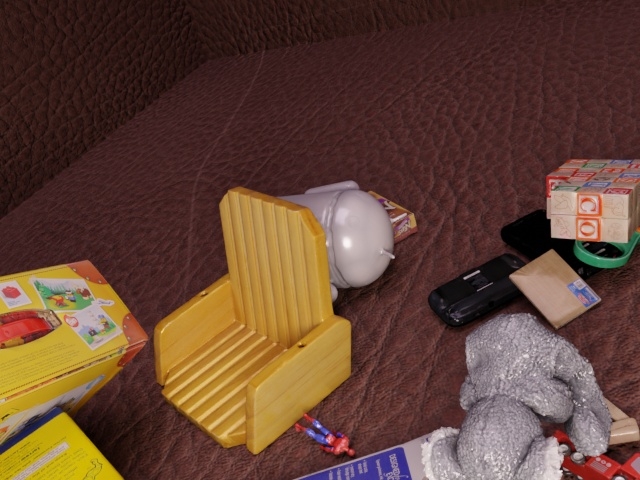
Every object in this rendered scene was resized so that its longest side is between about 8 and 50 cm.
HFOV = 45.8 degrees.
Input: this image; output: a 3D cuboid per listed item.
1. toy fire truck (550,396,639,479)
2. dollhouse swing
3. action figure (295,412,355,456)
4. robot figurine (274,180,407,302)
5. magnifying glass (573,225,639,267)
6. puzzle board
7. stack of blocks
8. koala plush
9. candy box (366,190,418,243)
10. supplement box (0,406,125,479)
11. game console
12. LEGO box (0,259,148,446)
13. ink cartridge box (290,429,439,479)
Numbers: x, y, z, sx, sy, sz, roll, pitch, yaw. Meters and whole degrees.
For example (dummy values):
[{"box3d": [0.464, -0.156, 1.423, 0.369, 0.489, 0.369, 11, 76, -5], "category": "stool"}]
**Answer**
[{"box3d": [0.385, 0.270, 1.031, 0.135, 0.047, 0.192, -34, 32, -23], "category": "toy fire truck"}, {"box3d": [-0.157, 0.122, 1.351, 0.315, 0.304, 0.347, -36, 34, -27], "category": "dollhouse swing"}, {"box3d": [0.011, 0.314, 1.205, 0.115, 0.030, 0.038, 20, 53, 42], "category": "action figure"}, {"box3d": [0.000, 0.000, 1.565, 0.354, 0.200, 0.299, -4, 56, 26], "category": "robot figurine"}, {"box3d": [0.550, -0.003, 1.359, 0.231, 0.026, 0.092, -16, 37, -28], "category": "magnifying glass"}, {"box3d": [0.406, 0.084, 1.317, 0.096, 0.011, 0.128, -30, 56, -9], "category": "puzzle board"}, {"box3d": [0.512, -0.081, 1.414, 0.171, 0.087, 0.297, 4, 18, 31], "category": "stack of blocks"}, {"box3d": [0.231, 0.225, 0.939, 0.196, 0.203, 0.221, -2, 31, 36], "category": "koala plush"}, {"box3d": [0.123, -0.046, 1.723, 0.109, 0.053, 0.187, -28, 32, -17], "category": "candy box"}, {"box3d": [-0.344, 0.424, 1.063, 0.195, 0.194, 0.357, -35, 33, -25], "category": "supplement box"}, {"box3d": [0.363, 0.049, 1.424, 0.361, 0.044, 0.213, -25, 30, -13], "category": "game console"}, {"box3d": [-0.560, 0.244, 1.144, 0.372, 0.193, 0.500, -43, -9, 18], "category": "LEGO box"}, {"box3d": [0.047, 0.379, 0.959, 0.307, 0.072, 0.303, -18, 12, 3], "category": "ink cartridge box"}]
